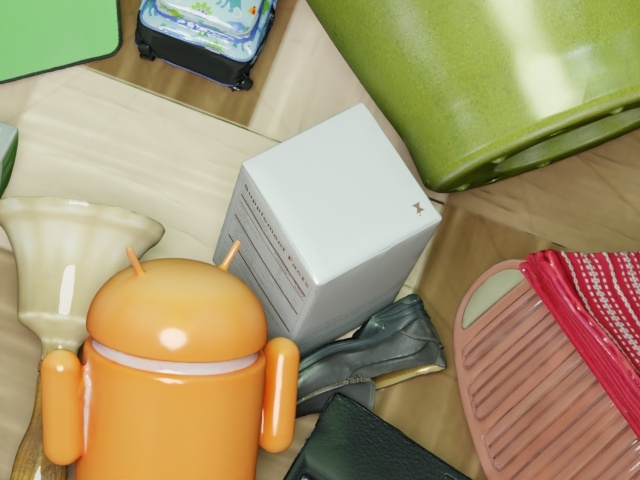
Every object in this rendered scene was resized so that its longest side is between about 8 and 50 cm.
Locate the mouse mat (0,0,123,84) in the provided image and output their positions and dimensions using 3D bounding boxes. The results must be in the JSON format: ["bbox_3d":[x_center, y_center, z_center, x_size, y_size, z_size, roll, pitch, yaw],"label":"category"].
[{"bbox_3d":[-0.237,-0.191,1.327,0.189,0.153,0.007,-19,30,-31],"label":"mouse mat"}]

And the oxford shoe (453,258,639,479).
[{"bbox_3d":[0.232,0.185,1.286,0.140,0.146,0.397,-41,62,21],"label":"oxford shoe"}]

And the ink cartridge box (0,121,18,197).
[{"bbox_3d":[-0.337,-0.061,1.279,0.209,0.062,0.109,18,41,-2],"label":"ink cartridge box"}]

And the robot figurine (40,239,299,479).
[{"bbox_3d":[-0.100,0.107,1.204,0.158,0.128,0.219,8,104,9],"label":"robot figurine"}]

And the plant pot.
[{"bbox_3d":[0.132,-0.236,1.329,0.366,0.366,0.353,-19,83,-17],"label":"plant pot"}]

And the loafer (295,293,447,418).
[{"bbox_3d":[0.020,0.104,1.299,0.170,0.062,0.061,-30,81,-19],"label":"loafer"}]

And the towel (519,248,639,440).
[{"bbox_3d":[0.268,0.082,1.272,0.275,0.031,0.199,-1,53,-53],"label":"towel"}]

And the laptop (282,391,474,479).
[{"bbox_3d":[0.061,0.260,1.180,0.234,0.136,0.264,35,67,-7],"label":"laptop"}]

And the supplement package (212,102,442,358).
[{"bbox_3d":[0.000,0.000,1.272,0.105,0.179,0.105,-27,75,-20],"label":"supplement package"}]

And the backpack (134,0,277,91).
[{"bbox_3d":[-0.083,-0.195,1.391,0.105,0.084,0.114,20,63,-4],"label":"backpack"}]

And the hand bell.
[{"bbox_3d":[-0.189,0.100,1.251,0.126,0.126,0.242,9,78,-7],"label":"hand bell"}]
